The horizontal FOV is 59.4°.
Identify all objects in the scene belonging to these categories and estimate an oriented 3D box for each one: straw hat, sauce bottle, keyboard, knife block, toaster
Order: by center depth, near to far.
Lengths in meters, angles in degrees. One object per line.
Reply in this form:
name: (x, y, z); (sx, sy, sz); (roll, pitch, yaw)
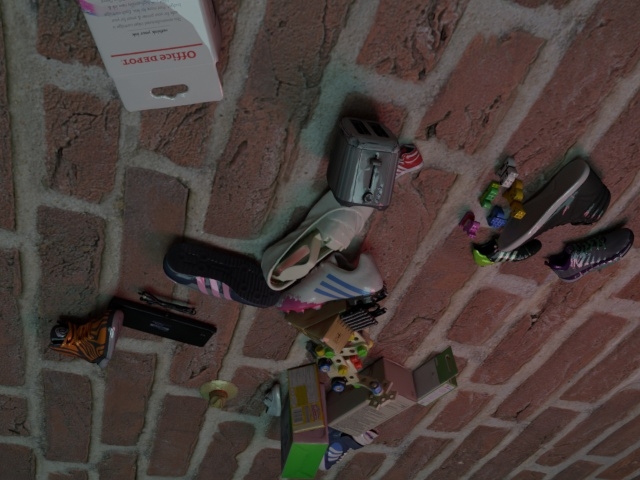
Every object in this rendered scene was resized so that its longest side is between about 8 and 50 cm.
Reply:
toaster: (0.088, -0.169, 1.192); (0.129, 0.227, 0.146); (7, 116, -11)
knife block: (0.055, 0.189, 1.620); (0.275, 0.242, 0.088); (16, 156, 51)
keyboard: (-0.458, 0.225, 1.649); (0.317, 0.033, 0.201); (21, 136, -22)
sauce bottle: (-0.004, 0.371, 1.806); (0.042, 0.042, 0.128); (-28, 129, 22)
straw hat: (-0.356, 0.549, 1.945); (0.144, 0.061, 0.144); (-1, 134, -1)

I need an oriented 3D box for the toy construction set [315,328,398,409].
toy construction set: (0.107, 0.372, 1.724); (0.215, 0.151, 0.328); (-20, 110, 15)

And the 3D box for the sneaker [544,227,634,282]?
sneaker: (0.714, 0.031, 1.494); (0.098, 0.083, 0.223); (31, 126, -23)

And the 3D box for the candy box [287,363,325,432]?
candy box: (-0.049, 0.513, 1.829); (0.105, 0.206, 0.027); (-14, 148, 10)

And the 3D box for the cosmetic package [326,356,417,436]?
cosmetic package: (0.169, 0.540, 1.919); (0.153, 0.129, 0.296); (32, 125, -28)

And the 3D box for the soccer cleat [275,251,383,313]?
soccer cleat: (0.015, 0.110, 1.526); (0.331, 0.116, 0.143); (-13, 93, 28)

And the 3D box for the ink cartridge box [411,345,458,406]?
ink cartridge box: (0.390, 0.453, 1.860); (0.062, 0.109, 0.209); (26, 127, -26)

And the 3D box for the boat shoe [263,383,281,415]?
boat shoe: (-0.170, 0.562, 1.973); (0.063, 0.066, 0.184); (1, 143, -5)

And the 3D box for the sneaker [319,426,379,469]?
sneaker: (0.106, 0.773, 2.137); (0.236, 0.130, 0.323); (-1, 129, 3)

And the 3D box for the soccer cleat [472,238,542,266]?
soccer cleat: (0.494, 0.022, 1.488); (0.178, 0.060, 0.072); (-14, 132, 14)

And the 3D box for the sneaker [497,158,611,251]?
sneaker: (0.584, -0.052, 1.386); (0.147, 0.105, 0.296); (28, 122, -20)

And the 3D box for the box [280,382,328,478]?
box: (-0.059, 0.660, 1.950); (0.126, 0.231, 0.262); (6, 134, -11)

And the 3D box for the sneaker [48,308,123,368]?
sneaker: (-0.674, 0.275, 1.597); (0.180, 0.125, 0.321); (19, 140, -18)

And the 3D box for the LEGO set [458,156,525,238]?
LEGO set: (0.439, -0.079, 1.362); (0.087, 0.093, 0.227); (13, 132, -15)

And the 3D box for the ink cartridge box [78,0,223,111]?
ink cartridge box: (-0.296, -0.416, 0.978); (0.207, 0.119, 0.353); (-6, 133, 2)

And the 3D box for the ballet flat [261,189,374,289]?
ballet flat: (0.000, 0.000, 1.389); (0.139, 0.139, 0.400); (33, 124, -30)

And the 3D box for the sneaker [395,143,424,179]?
sneaker: (0.173, -0.178, 1.287); (0.118, 0.042, 0.067); (-24, 135, 9)

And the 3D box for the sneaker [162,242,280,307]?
sneaker: (-0.267, 0.103, 1.501); (0.319, 0.112, 0.131); (26, 150, -17)
